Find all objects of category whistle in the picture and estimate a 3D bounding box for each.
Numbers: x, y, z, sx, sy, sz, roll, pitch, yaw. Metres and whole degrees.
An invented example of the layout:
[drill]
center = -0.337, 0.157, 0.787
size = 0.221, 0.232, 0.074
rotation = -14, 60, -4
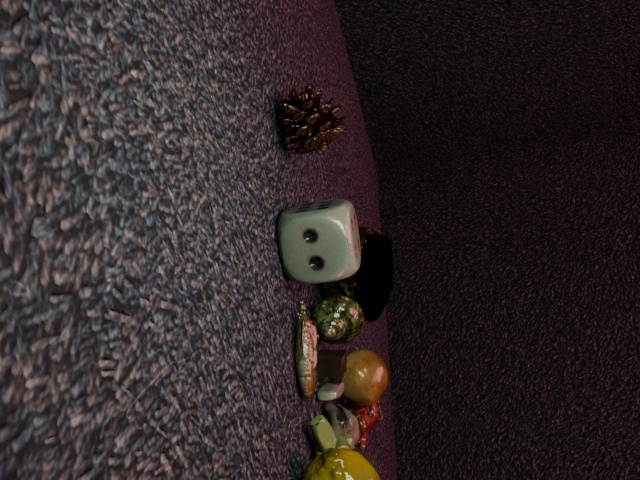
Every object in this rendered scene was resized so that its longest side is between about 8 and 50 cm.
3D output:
[whistle]
center = 0.032, 0.584, 1.631
size = 0.294, 0.141, 0.141
rotation = 61, 17, -15

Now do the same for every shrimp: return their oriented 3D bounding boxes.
[shrimp]
center = -0.030, 0.289, 1.599
size = 0.145, 0.059, 0.254
rotation = 56, 29, -72

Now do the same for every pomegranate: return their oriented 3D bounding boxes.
[pomegranate]
center = 0.124, 0.446, 1.995
size = 0.196, 0.196, 0.196
rotation = -7, 90, -79

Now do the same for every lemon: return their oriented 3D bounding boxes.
[lemon]
center = 0.050, 0.609, 1.422
size = 0.204, 0.204, 0.260
rotation = -57, 139, -73

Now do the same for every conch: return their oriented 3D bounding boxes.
[conch]
center = 0.048, 0.250, 1.805
size = 0.182, 0.124, 0.187
rotation = -6, 127, -43

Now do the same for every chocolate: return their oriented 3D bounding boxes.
[chocolate]
center = 0.093, 0.092, 1.945
size = 0.225, 0.210, 0.340
rotation = -45, 138, -38

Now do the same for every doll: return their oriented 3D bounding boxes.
[doll]
center = 0.067, 0.563, 1.822
size = 0.192, 0.095, 0.149
rotation = 62, 21, -54

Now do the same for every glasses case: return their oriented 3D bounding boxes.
[glasses case]
center = 0.031, 0.446, 1.788
size = 0.164, 0.063, 0.041
rotation = 3, 77, -79

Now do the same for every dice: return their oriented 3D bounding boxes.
[dice]
center = 0.000, 0.000, 1.583
size = 0.193, 0.194, 0.191
rotation = -56, 139, -71

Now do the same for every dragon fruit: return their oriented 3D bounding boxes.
[dragon fruit]
center = 0.137, 0.609, 2.063
size = 0.133, 0.150, 0.207
rotation = 129, -32, -59

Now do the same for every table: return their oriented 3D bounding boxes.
[table]
center = 0.033, 0.376, 1.801
size = 0.070, 0.083, 0.082
rotation = -22, 111, -75

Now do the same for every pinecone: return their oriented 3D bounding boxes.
[pinecone]
center = -0.028, -0.337, 1.676
size = 0.208, 0.208, 0.207
rotation = -7, 90, -79
